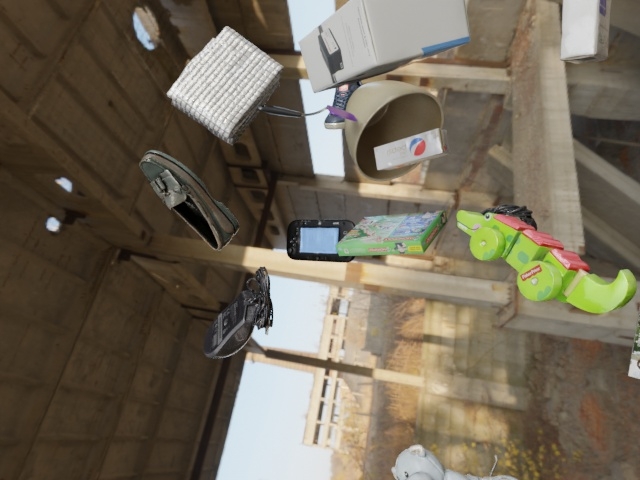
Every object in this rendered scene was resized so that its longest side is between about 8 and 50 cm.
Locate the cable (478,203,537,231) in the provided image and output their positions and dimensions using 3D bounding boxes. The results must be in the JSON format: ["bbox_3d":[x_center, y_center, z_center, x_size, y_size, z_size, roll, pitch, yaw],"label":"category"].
[{"bbox_3d":[0.501,-0.058,1.150,0.184,0.150,0.047,27,-108,-46],"label":"cable"}]

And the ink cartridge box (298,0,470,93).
[{"bbox_3d":[0.118,-0.422,0.889,0.307,0.222,0.129,22,132,65],"label":"ink cartridge box"}]

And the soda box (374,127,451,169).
[{"bbox_3d":[0.273,-0.269,1.265,0.069,0.215,0.074,-10,-89,-53],"label":"soda box"}]

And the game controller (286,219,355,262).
[{"bbox_3d":[0.000,0.000,1.678,0.067,0.318,0.167,-11,-80,-59],"label":"game controller"}]

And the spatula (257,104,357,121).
[{"bbox_3d":[-0.035,-0.372,1.222,0.084,0.295,0.031,-109,21,-53],"label":"spatula"}]

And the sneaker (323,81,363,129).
[{"bbox_3d":[0.093,-0.563,1.691,0.350,0.131,0.148,-65,-27,-49],"label":"sneaker"}]

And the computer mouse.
[{"bbox_3d":[-0.196,0.211,1.060,0.272,0.072,0.189,-43,36,26],"label":"computer mouse"}]

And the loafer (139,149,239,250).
[{"bbox_3d":[-0.298,-0.086,0.948,0.267,0.096,0.084,44,-134,-23],"label":"loafer"}]

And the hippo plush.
[{"bbox_3d":[0.288,0.545,0.923,0.235,0.236,0.294,-61,-4,36],"label":"hippo plush"}]

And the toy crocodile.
[{"bbox_3d":[0.378,0.021,0.759,0.341,0.115,0.105,53,130,54],"label":"toy crocodile"}]

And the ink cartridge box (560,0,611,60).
[{"bbox_3d":[0.485,-0.518,0.751,0.175,0.069,0.372,-23,-65,-47],"label":"ink cartridge box"}]

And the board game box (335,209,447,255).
[{"bbox_3d":[0.233,-0.024,1.402,0.213,0.317,0.046,-43,-60,-42],"label":"board game box"}]

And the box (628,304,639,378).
[{"bbox_3d":[0.671,0.189,0.707,0.044,0.232,0.160,-20,-67,-47],"label":"box"}]

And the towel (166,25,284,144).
[{"bbox_3d":[-0.277,-0.460,1.263,0.284,0.234,0.121,-54,-3,-9],"label":"towel"}]

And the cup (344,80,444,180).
[{"bbox_3d":[0.211,-0.404,1.431,0.331,0.330,0.237,87,158,-49],"label":"cup"}]
